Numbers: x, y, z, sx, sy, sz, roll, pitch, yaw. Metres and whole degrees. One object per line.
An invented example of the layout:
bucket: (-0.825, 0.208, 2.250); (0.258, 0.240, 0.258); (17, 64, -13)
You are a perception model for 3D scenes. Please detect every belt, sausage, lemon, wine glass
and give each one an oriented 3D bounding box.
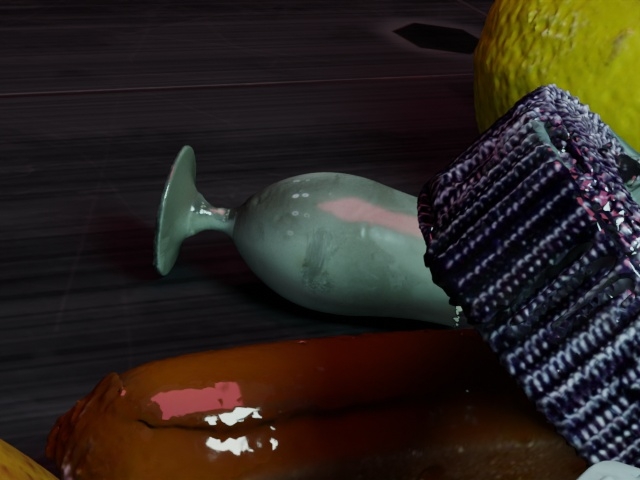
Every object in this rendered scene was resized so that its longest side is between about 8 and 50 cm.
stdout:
belt: (0.185, 0.061, 0.986); (0.325, 0.122, 0.260); (40, 15, -22)
sausage: (0.017, 0.096, 1.062); (0.330, 0.102, 0.102); (-3, 25, -27)
lemon: (0.243, -0.105, 1.435); (0.253, 0.254, 0.310); (-4, 24, -29)
wine glass: (0.000, 0.000, 1.292); (0.202, 0.093, 0.093); (13, 22, 8)

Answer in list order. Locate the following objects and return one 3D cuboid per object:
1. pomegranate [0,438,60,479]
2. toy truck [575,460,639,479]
pomegranate: (-0.169, 0.177, 0.599); (0.264, 0.264, 0.264); (8, 22, -3)
toy truck: (0.084, 0.205, 0.719); (0.146, 0.175, 0.367); (17, 22, 24)
